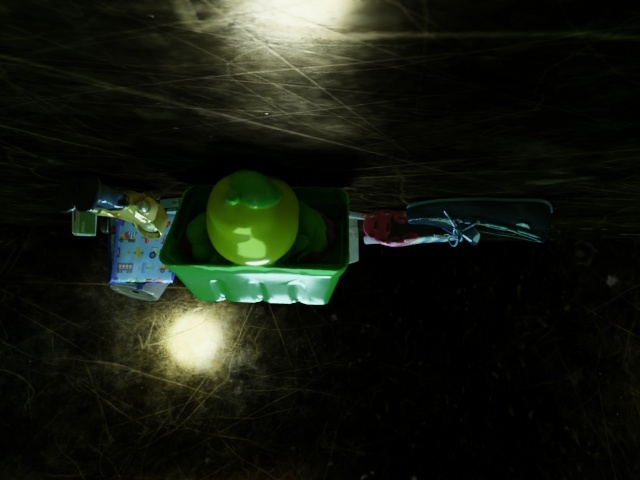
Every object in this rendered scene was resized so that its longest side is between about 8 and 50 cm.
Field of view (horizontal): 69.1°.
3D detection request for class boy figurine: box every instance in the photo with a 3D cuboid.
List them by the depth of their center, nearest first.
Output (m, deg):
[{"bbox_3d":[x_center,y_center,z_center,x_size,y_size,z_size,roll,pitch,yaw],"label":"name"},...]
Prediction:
[{"bbox_3d":[-0.456,-0.071,1.062,0.177,0.092,0.285,1,168,15],"label":"boy figurine"}]

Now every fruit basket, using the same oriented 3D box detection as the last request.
[{"bbox_3d":[-0.124,-0.035,0.919,0.392,0.282,0.392,2,135,2],"label":"fruit basket"}]

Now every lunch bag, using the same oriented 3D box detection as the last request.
[{"bbox_3d":[-0.636,0.034,1.673,0.221,0.293,0.138,4,177,-37],"label":"lunch bag"}]

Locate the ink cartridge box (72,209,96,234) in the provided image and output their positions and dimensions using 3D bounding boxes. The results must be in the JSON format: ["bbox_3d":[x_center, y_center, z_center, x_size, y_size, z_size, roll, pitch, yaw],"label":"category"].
[{"bbox_3d":[-0.692,-0.070,1.367,0.062,0.108,0.209,2,177,-25],"label":"ink cartridge box"}]

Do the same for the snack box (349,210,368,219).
[{"bbox_3d":[0.079,-0.085,1.531,0.064,0.022,0.178,1,178,43],"label":"snack box"}]

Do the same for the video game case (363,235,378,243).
[{"bbox_3d":[0.353,-0.033,1.670,0.300,0.036,0.329,-12,-178,-17],"label":"video game case"}]

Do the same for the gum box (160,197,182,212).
[{"bbox_3d":[-0.341,-0.095,1.350,0.157,0.041,0.184,0,177,38],"label":"gum box"}]

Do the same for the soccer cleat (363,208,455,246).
[{"bbox_3d":[0.296,-0.037,1.411,0.331,0.115,0.143,0,178,33],"label":"soccer cleat"}]

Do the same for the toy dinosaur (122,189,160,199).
[{"bbox_3d":[-0.482,-0.108,1.204,0.183,0.053,0.093,-7,160,23],"label":"toy dinosaur"}]

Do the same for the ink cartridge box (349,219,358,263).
[{"bbox_3d":[0.000,0.000,1.678,0.233,0.168,0.171,0,-174,28],"label":"ink cartridge box"}]

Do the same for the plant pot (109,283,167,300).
[{"bbox_3d":[-0.705,0.081,1.869,0.323,0.280,0.323,10,156,5],"label":"plant pot"}]

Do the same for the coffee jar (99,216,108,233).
[{"bbox_3d":[-0.862,-0.066,2.034,0.185,0.079,0.096,1,179,-14],"label":"coffee jar"}]

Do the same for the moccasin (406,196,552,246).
[{"bbox_3d":[0.380,-0.043,1.138,0.342,0.116,0.138,1,178,21],"label":"moccasin"}]
